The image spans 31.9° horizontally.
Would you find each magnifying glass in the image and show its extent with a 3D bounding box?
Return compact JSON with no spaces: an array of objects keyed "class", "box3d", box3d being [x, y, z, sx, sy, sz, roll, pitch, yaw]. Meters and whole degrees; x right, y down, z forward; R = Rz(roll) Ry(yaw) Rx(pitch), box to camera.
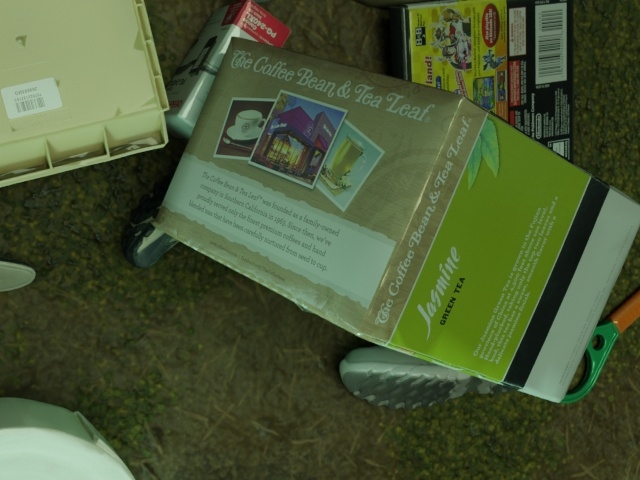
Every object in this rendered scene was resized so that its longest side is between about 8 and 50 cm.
[{"class":"magnifying glass","box3d":[0.377,0.131,1.510,0.231,0.026,0.092,-37,107,-17]}]

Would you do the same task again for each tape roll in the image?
[{"class":"tape roll","box3d":[-0.307,0.297,1.075,0.286,0.100,0.286,-5,101,-24]}]

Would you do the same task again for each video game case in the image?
[{"class":"video game case","box3d":[0.205,-0.163,1.382,0.248,0.035,0.274,-11,107,-24]}]

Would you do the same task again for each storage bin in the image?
[{"class":"storage bin","box3d":[-0.308,-0.193,1.112,0.262,0.123,0.260,-17,101,-24]}]

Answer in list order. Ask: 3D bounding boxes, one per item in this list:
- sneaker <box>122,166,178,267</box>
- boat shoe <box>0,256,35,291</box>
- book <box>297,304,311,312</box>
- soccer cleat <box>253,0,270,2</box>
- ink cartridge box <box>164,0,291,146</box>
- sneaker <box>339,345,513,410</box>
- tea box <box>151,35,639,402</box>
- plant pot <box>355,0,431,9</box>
[{"class":"sneaker","box3d":[-0.087,-0.047,1.234,0.283,0.110,0.122,-39,112,-18]},{"class":"boat shoe","box3d":[-0.358,0.027,1.148,0.125,0.038,0.046,-1,137,-24]},{"class":"book","box3d":[0.000,0.000,1.319,0.096,0.035,0.144,46,73,-19]},{"class":"soccer cleat","box3d":[-0.147,-0.373,1.163,0.331,0.143,0.116,33,79,-23]},{"class":"ink cartridge box","box3d":[-0.111,-0.178,1.211,0.063,0.109,0.150,35,79,-24]},{"class":"sneaker","box3d":[0.151,0.135,1.381,0.281,0.105,0.115,-3,61,-21]},{"class":"tea box","box3d":[0.075,-0.024,1.105,0.324,0.329,0.220,23,91,-43]},{"class":"plant pot","box3d":[0.121,-0.414,1.261,0.284,0.191,0.284,-2,95,-26]}]
